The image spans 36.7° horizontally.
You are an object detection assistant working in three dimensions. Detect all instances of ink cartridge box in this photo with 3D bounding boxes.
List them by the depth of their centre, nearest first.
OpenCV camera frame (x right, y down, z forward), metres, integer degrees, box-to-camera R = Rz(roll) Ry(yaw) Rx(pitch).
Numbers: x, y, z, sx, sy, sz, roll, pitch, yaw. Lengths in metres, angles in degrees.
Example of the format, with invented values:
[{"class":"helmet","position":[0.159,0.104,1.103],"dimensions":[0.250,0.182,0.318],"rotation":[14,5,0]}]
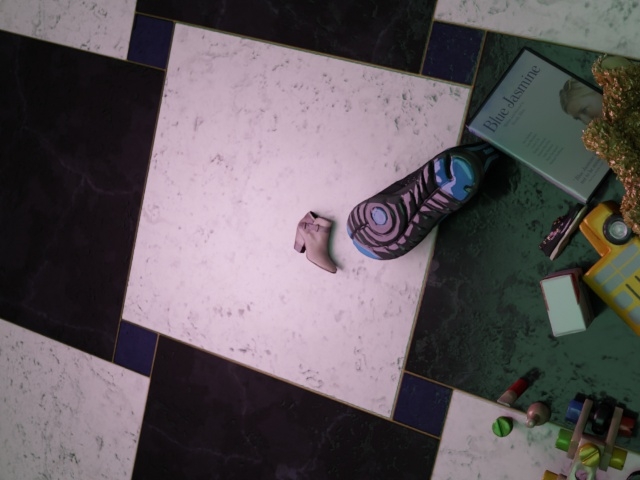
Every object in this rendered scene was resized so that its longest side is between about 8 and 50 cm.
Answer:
[{"class":"ink cartridge box","position":[0.425,0.103,1.653],"dimensions":[0.056,0.135,0.099],"rotation":[-15,89,22]}]

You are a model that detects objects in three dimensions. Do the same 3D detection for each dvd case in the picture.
[{"class":"dvd case","position":[0.405,-0.202,1.665],"dimensions":[0.253,0.022,0.180],"rotation":[35,88,18]}]

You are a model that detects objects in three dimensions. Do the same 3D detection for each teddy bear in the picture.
[{"class":"teddy bear","position":[0.519,-0.144,1.544],"dimensions":[0.113,0.245,0.338],"rotation":[-29,79,46]}]

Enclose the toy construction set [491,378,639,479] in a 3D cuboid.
[{"class":"toy construction set","position":[0.406,0.384,1.631],"dimensions":[0.309,0.237,0.257],"rotation":[45,111,15]}]

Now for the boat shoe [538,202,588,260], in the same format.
[{"class":"boat shoe","position":[0.418,-0.020,1.670],"dimensions":[0.042,0.049,0.133],"rotation":[45,142,19]}]

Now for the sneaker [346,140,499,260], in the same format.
[{"class":"sneaker","position":[0.188,-0.069,1.764],"dimensions":[0.341,0.139,0.125],"rotation":[-31,91,43]}]

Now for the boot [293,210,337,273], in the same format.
[{"class":"boot","position":[0.000,0.000,1.894],"dimensions":[0.118,0.042,0.087],"rotation":[32,105,19]}]

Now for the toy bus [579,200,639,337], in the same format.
[{"class":"toy bus","position":[0.557,0.085,1.606],"dimensions":[0.333,0.108,0.130],"rotation":[48,114,14]}]
